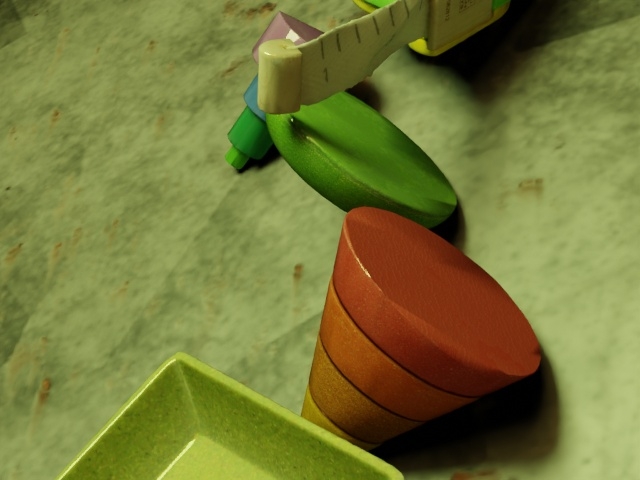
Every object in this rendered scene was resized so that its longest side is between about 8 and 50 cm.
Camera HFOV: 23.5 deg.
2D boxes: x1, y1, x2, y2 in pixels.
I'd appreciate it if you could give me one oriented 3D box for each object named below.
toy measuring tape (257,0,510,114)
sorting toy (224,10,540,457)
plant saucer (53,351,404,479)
[{"bbox_3d":[0.033,-0.160,0.938,0.121,0.121,0.330,6,27,37],"label":"toy measuring tape"},{"bbox_3d":[0.000,0.000,0.877,0.126,0.127,0.365,-54,31,20],"label":"sorting toy"},{"bbox_3d":[-0.070,0.163,0.765,0.188,0.045,0.188,22,62,46],"label":"plant saucer"}]
